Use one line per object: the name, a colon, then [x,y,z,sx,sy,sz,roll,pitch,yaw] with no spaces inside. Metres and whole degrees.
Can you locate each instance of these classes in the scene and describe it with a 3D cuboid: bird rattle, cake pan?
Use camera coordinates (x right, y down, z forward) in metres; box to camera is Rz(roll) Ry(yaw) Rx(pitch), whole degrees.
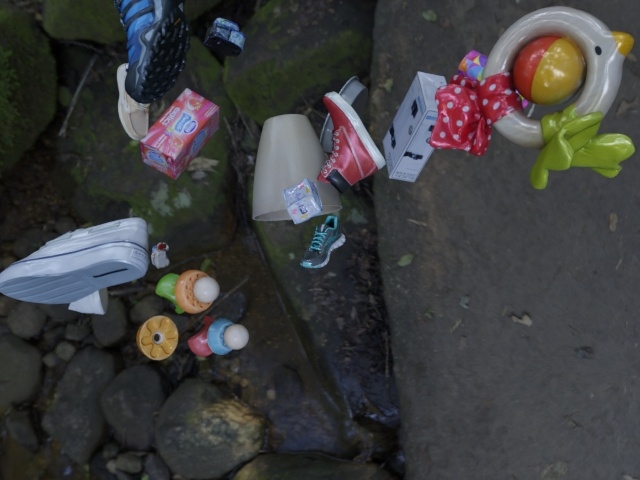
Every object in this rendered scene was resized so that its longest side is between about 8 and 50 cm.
bird rattle: [0.263,-0.176,0.715,0.253,0.143,0.206,43,121,45]
cake pan: [0.087,-0.430,2.064,0.054,0.293,0.293,27,92,10]

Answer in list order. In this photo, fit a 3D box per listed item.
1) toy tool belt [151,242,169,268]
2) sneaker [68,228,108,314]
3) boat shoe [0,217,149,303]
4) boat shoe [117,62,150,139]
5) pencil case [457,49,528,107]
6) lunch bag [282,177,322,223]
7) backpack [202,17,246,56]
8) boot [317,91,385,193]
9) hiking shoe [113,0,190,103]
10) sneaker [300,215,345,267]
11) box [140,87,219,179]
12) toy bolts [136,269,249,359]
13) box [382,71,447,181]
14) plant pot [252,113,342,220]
toy tool belt: [-0.467,0.035,1.695,0.051,0.052,0.083,42,135,48]
sneaker: [-0.497,0.071,1.190,0.094,0.212,0.080,0,35,-6]
boat shoe: [-0.313,0.026,0.760,0.227,0.083,0.075,-10,55,17]
boat shoe: [-0.407,-0.308,1.291,0.059,0.063,0.169,-2,100,42]
pencil case: [0.543,-0.500,1.826,0.236,0.104,0.104,43,100,26]
lunch bag: [-0.038,-0.085,1.299,0.071,0.053,0.083,-24,68,21]
backpack: [-0.289,-0.623,1.800,0.105,0.115,0.084,-4,69,65]
boot: [0.037,-0.252,1.544,0.176,0.088,0.244,-34,102,0]
hiking shoe: [-0.307,-0.393,1.045,0.132,0.113,0.303,11,87,16]
sneaker: [0.000,0.000,1.324,0.065,0.166,0.076,8,124,24]
box: [-0.439,-0.337,1.850,0.128,0.122,0.256,30,61,3]
toy bolts: [-0.281,0.203,1.364,0.159,0.228,0.218,-8,44,42]
box: [0.283,-0.330,1.741,0.290,0.087,0.169,116,156,-52]
plant pot: [-0.081,-0.210,1.674,0.257,0.257,0.273,-9,85,26]
